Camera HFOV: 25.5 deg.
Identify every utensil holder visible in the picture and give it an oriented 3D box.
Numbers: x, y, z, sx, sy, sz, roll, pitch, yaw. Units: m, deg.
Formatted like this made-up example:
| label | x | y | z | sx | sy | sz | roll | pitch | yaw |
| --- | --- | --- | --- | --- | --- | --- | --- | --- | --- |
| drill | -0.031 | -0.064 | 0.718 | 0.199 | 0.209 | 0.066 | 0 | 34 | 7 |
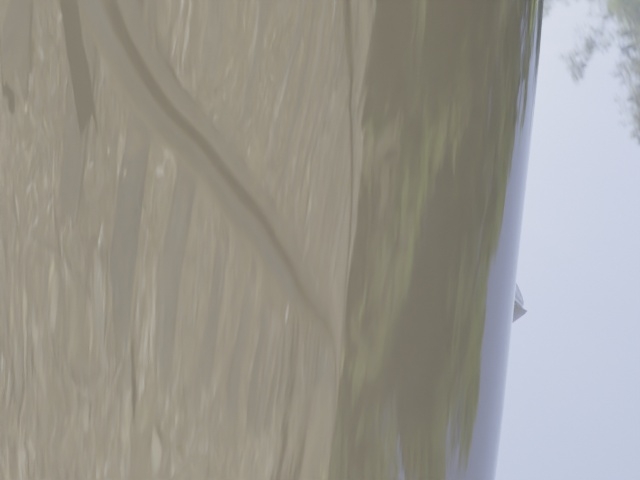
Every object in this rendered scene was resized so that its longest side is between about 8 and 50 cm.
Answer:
| label | x | y | z | sx | sy | sz | roll | pitch | yaw |
| --- | --- | --- | --- | --- | --- | --- | --- | --- | --- |
| utensil holder | -0.064 | -0.021 | 0.652 | 0.327 | 0.327 | 0.386 | 11 | -73 | 22 |

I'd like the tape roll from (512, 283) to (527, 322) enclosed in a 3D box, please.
| label | x | y | z | sx | sy | sz | roll | pitch | yaw |
| --- | --- | --- | --- | --- | --- | --- | --- | --- | --- |
| tape roll | 0.000 | 0.000 | 0.974 | 0.169 | 0.246 | 0.246 | -38 | -112 | 10 |
